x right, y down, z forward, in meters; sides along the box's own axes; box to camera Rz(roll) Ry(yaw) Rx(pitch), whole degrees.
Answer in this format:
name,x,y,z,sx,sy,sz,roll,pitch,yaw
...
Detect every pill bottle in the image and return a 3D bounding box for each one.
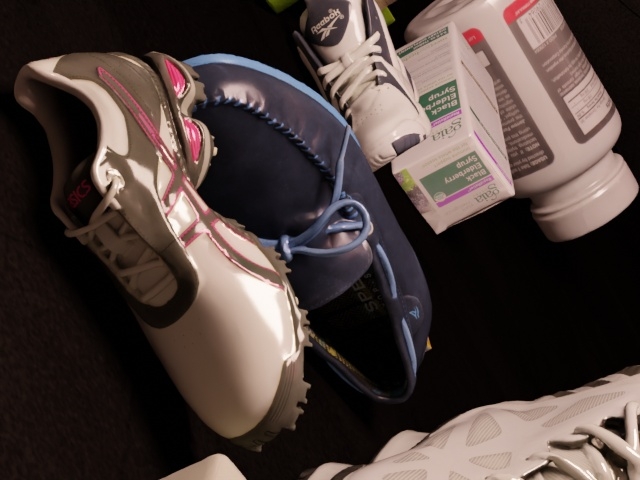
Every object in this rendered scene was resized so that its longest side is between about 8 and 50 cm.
name,x,y,z,sx,sy,sz,roll,pitch,yaw
pill bottle,0.252,-0.163,2.069,0.318,0.176,0.176,57,18,-14

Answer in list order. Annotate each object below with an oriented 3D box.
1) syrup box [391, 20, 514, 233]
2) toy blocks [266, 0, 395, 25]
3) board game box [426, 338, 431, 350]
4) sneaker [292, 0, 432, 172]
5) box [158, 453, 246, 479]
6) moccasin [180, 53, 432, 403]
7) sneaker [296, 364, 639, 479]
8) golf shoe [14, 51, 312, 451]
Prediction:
name,x,y,z,sx,sy,sz,roll,pitch,yaw
syrup box,0.132,-0.123,1.819,0.096,0.093,0.237,52,21,-29
toy blocks,-0.028,-0.371,1.654,0.261,0.191,0.381,58,5,16
board game box,0.037,0.022,1.454,0.154,0.026,0.103,44,25,-43
sneaker,0.028,-0.158,1.590,0.153,0.094,0.235,55,19,-16
box,-0.067,0.226,0.714,0.148,0.127,0.232,55,20,-19
moccasin,0.000,0.000,1.216,0.342,0.137,0.117,43,30,-43
sneaker,0.143,0.167,1.139,0.169,0.257,0.447,63,16,-1
golf shoe,-0.102,0.006,1.025,0.120,0.105,0.273,5,51,-50
